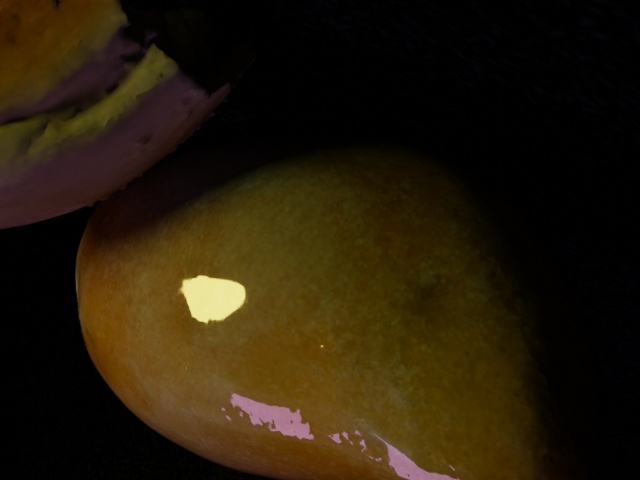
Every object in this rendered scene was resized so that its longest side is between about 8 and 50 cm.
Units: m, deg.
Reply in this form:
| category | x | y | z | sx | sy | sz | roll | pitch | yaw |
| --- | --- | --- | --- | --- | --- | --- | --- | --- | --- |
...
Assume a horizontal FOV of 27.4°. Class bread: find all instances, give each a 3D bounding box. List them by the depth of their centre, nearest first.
| category | x | y | z | sx | sy | sz | roll | pitch | yaw |
| --- | --- | --- | --- | --- | --- | --- | --- | --- | --- |
| bread | -0.208 | -0.097 | 0.711 | 0.314 | 0.192 | 0.171 | 27 | 170 | 12 |

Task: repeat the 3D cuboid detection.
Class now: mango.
| category | x | y | z | sx | sy | sz | roll | pitch | yaw |
| --- | --- | --- | --- | --- | --- | --- | --- | --- | --- |
| mango | 0.000 | 0.039 | 0.732 | 0.384 | 0.222 | 0.198 | 27 | 128 | 49 |
